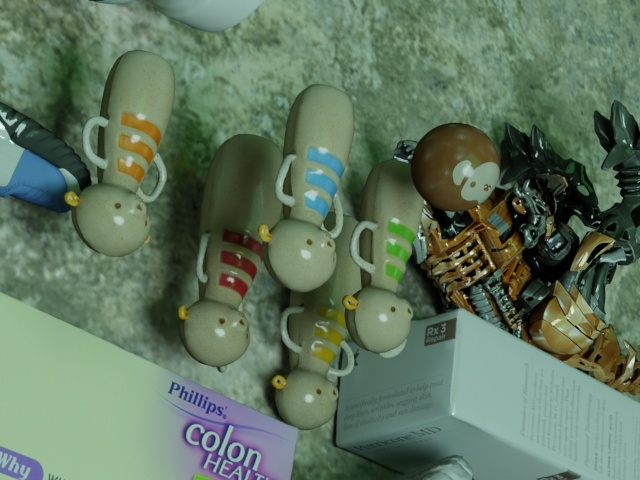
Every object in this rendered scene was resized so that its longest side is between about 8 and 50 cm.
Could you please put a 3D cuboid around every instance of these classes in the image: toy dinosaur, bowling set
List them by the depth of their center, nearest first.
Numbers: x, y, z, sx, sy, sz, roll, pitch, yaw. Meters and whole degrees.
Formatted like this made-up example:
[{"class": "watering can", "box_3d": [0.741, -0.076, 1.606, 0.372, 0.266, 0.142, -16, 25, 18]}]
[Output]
[{"class": "bowling set", "box_3d": [0.000, 0.000, 0.932, 0.287, 0.200, 0.154, 36, 55, -44]}, {"class": "toy dinosaur", "box_3d": [0.167, 0.021, 1.188, 0.322, 0.164, 0.218, 49, 60, -44]}]

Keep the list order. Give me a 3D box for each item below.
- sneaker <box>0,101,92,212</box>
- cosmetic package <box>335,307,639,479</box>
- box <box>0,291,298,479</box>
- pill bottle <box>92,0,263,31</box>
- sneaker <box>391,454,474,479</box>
[{"class": "sneaker", "box_3d": [-0.223, -0.054, 0.867, 0.211, 0.080, 0.081, 24, 86, -39]}, {"class": "cosmetic package", "box_3d": [0.132, 0.134, 1.100, 0.231, 0.117, 0.085, 26, 58, -35]}, {"class": "box", "box_3d": [-0.143, 0.184, 0.818, 0.213, 0.117, 0.243, 29, 58, -34]}, {"class": "pill bottle", "box_3d": [-0.152, -0.237, 0.925, 0.278, 0.162, 0.162, 22, 62, -37]}, {"class": "sneaker", "box_3d": [0.062, 0.243, 0.920, 0.180, 0.125, 0.321, 63, 12, 0]}]
